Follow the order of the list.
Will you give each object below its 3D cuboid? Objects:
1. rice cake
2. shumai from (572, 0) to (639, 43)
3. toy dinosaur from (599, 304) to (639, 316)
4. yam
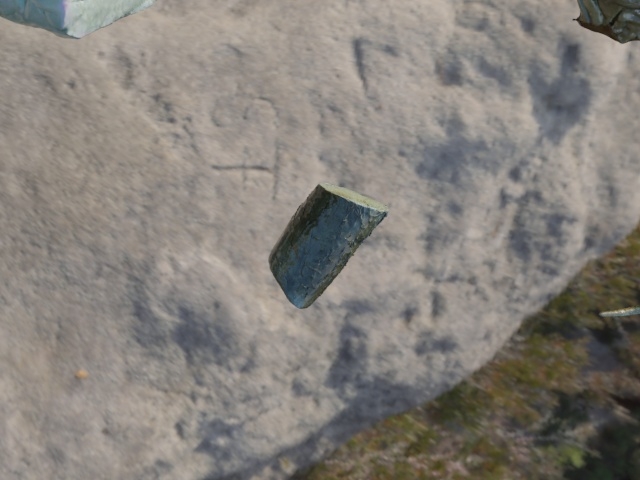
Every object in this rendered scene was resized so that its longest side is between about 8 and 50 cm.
[{"bbox_3d":[-0.158,-0.211,0.816,0.237,0.127,0.043,-48,145,-47],"label":"rice cake"},{"bbox_3d":[0.418,-0.362,1.587,0.201,0.201,0.120,7,129,-30],"label":"shumai"},{"bbox_3d":[0.252,0.008,0.659,0.180,0.037,0.058,-39,150,1],"label":"toy dinosaur"},{"bbox_3d":[0.000,0.000,1.507,0.107,0.107,0.183,26,108,-31],"label":"yam"}]
